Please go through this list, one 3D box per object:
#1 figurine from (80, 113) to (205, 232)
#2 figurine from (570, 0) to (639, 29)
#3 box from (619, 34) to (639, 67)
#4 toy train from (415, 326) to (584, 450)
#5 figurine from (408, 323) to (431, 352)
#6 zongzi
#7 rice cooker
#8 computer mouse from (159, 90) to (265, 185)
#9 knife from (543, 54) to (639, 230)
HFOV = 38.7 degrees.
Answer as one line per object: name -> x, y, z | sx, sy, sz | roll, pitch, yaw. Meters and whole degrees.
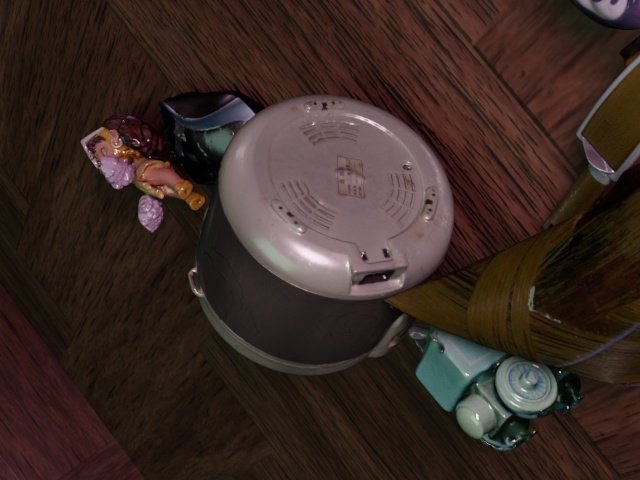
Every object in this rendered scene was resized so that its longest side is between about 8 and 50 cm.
figurine -> -0.279, -0.114, 1.438 | 0.240, 0.116, 0.175 | 46, 171, 38
figurine -> 0.229, -0.276, 0.710 | 0.145, 0.145, 0.222 | 15, 120, 43
box -> 0.365, -0.153, 0.687 | 0.159, 0.071, 0.240 | 54, 147, 6
toy train -> 0.209, 0.121, 0.990 | 0.163, 0.203, 0.112 | 50, 149, 23
figurine -> 0.157, 0.109, 1.141 | 0.086, 0.094, 0.082 | 83, -173, -77
zongzi -> 0.207, 0.026, 0.822 | 0.300, 0.138, 0.286 | 9, 150, 8
rice cooker -> 0.000, 0.000, 1.079 | 0.288, 0.288, 0.277 | 45, 146, 15
computer mouse -> -0.155, -0.140, 1.301 | 0.233, 0.096, 0.137 | 10, 125, 45
knife -> 0.258, -0.083, 0.838 | 0.061, 0.027, 0.343 | 53, 162, 16
